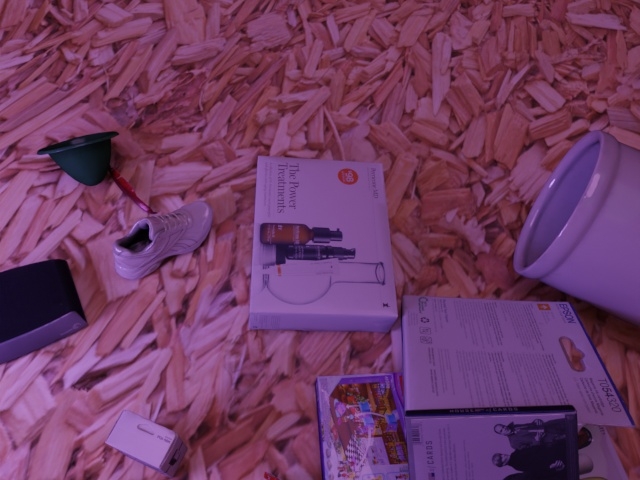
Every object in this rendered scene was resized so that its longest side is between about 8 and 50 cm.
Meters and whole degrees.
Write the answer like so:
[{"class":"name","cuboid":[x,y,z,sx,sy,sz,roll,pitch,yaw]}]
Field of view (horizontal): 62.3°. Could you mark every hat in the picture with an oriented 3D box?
[{"class":"hat","cuboid":[-0.501,-0.132,1.173,0.173,0.183,0.208,-24,23,-26]}]

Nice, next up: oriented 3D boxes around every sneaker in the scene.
[{"class":"sneaker","cuboid":[-0.314,-0.016,1.072,0.090,0.115,0.232,42,63,17]}]

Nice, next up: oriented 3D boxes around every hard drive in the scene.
[{"class":"hard drive","cuboid":[-0.588,0.136,0.985,0.255,0.054,0.172,-22,65,-18]}]

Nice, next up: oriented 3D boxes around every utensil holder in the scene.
[{"class":"utensil holder","cuboid":[0.647,0.004,1.061,0.386,0.327,0.327,26,60,6]}]

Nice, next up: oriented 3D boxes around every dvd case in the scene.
[{"class":"dvd case","cuboid":[0.249,0.332,0.774,0.239,0.029,0.179,-4,98,9]}]

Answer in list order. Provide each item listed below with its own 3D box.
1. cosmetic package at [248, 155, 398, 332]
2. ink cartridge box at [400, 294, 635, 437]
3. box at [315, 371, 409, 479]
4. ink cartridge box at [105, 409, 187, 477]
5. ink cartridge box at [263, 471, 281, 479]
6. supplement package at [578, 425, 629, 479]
[{"class":"cosmetic package","cuboid":[0.000,0.000,1.116,0.285,0.097,0.377,3,59,-8]},{"class":"ink cartridge box","cuboid":[0.309,0.215,0.928,0.330,0.071,0.324,3,28,7]},{"class":"box","cuboid":[0.101,0.381,0.923,0.201,0.057,0.293,-1,60,-7]},{"class":"ink cartridge box","cuboid":[-0.278,0.332,0.860,0.099,0.135,0.056,22,60,7]},{"class":"ink cartridge box","cuboid":[-0.050,0.427,0.874,0.115,0.063,0.029,27,58,9]},{"class":"supplement package","cuboid":[0.375,0.388,0.899,0.203,0.149,0.194,-9,61,-10]}]
